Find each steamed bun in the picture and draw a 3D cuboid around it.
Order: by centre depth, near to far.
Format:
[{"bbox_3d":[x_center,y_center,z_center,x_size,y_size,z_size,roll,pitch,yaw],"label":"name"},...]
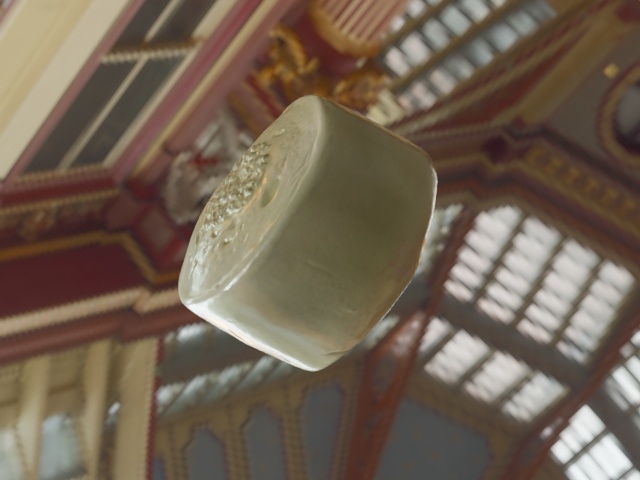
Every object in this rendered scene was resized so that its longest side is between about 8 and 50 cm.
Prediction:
[{"bbox_3d":[0.000,0.000,1.618,0.200,0.250,0.155,31,-172,-26],"label":"steamed bun"}]
